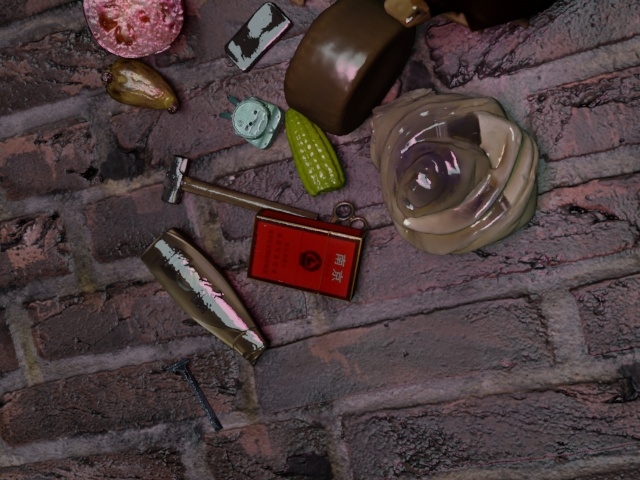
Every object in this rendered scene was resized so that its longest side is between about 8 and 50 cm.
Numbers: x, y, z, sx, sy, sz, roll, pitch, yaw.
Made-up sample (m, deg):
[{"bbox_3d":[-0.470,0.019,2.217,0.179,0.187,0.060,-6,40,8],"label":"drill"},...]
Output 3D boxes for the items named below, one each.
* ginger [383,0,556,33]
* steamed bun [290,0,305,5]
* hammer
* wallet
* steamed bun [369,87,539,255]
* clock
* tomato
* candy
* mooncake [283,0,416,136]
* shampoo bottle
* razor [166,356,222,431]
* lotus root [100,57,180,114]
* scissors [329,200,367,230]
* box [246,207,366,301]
[{"bbox_3d":[0.288,-0.572,1.673,0.414,0.211,0.358,-15,98,-23],"label":"ginger"},{"bbox_3d":[-0.068,-0.641,1.798,0.292,0.137,0.295,45,102,3],"label":"steamed bun"},{"bbox_3d":[-0.178,-0.095,1.937,0.366,0.043,0.111,16,99,10],"label":"hammer"},{"bbox_3d":[-0.139,-0.448,1.894,0.157,0.018,0.082,-45,85,15],"label":"wallet"},{"bbox_3d":[0.247,-0.135,1.717,0.394,0.237,0.346,32,103,9],"label":"steamed bun"},{"bbox_3d":[-0.154,-0.268,1.906,0.135,0.041,0.101,27,102,10],"label":"clock"},{"bbox_3d":[-0.409,-0.514,1.894,0.225,0.085,0.224,-3,116,-7],"label":"tomato"},{"bbox_3d":[-0.021,-0.194,1.858,0.097,0.097,0.209,-26,84,16],"label":"candy"},{"bbox_3d":[0.054,-0.354,1.719,0.156,0.284,0.284,38,104,10],"label":"mooncake"},{"bbox_3d":[-0.251,0.130,1.954,0.125,0.084,0.350,-43,85,13],"label":"shampoo bottle"},{"bbox_3d":[-0.283,0.362,2.017,0.066,0.033,0.190,-30,94,15],"label":"razor"},{"bbox_3d":[-0.393,-0.340,1.938,0.191,0.094,0.108,23,130,2],"label":"lotus root"},{"bbox_3d":[0.000,0.000,1.904,0.220,0.017,0.088,-37,106,19],"label":"scissors"},{"bbox_3d":[-0.032,0.031,1.872,0.240,0.074,0.153,12,107,8],"label":"box"}]
